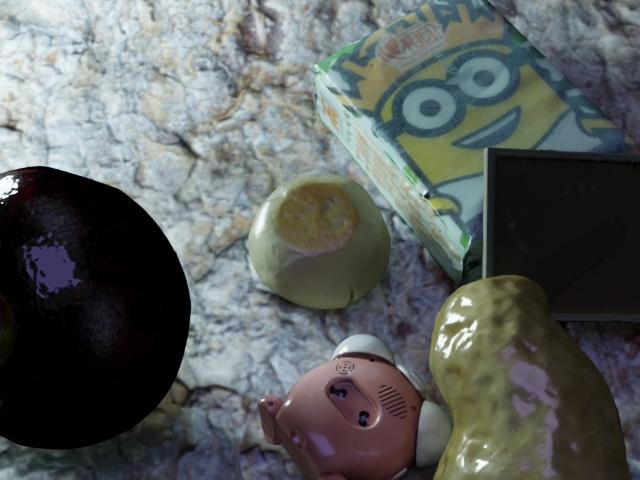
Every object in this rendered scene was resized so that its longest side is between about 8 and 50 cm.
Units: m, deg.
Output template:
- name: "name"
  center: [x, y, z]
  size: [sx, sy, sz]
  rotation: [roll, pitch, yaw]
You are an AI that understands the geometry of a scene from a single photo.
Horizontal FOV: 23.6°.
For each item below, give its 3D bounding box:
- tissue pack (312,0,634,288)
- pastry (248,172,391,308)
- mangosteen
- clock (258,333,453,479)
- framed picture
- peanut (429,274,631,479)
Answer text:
- name: "tissue pack"
  center: [0.165, -0.123, 1.729]
  size: [0.228, 0.128, 0.311]
  rotation: [-30, 60, -14]
- name: "pastry"
  center: [0.000, 0.000, 1.687]
  size: [0.156, 0.092, 0.156]
  rotation: [-2, 64, 4]
- name: "mangosteen"
  center: [-0.277, 0.085, 1.531]
  size: [0.297, 0.297, 0.313]
  rotation: [12, 46, 13]
- name: "clock"
  center: [0.039, 0.181, 1.564]
  size: [0.162, 0.092, 0.166]
  rotation: [-32, 59, -19]
- name: "framed picture"
  center: [0.288, -0.003, 1.611]
  size: [0.250, 0.016, 0.184]
  rotation: [0, 89, -14]
- name: "peanut"
  center: [0.197, 0.213, 1.467]
  size: [0.192, 0.169, 0.387]
  rotation: [-17, 64, 18]
